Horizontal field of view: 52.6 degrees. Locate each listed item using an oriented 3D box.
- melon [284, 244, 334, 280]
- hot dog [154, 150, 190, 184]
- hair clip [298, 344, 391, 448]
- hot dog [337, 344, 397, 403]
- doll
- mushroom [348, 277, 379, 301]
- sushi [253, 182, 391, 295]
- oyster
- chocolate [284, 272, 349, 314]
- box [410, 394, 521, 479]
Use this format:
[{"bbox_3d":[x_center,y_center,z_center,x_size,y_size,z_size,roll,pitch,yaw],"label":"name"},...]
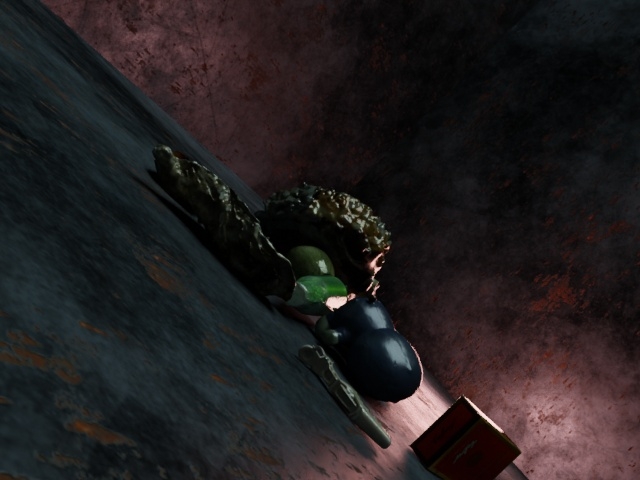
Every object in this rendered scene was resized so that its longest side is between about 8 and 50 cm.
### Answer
[{"bbox_3d":[-0.035,0.082,1.718,0.139,0.139,0.192,44,0,-27],"label":"melon"},{"bbox_3d":[-0.301,-0.134,1.521,0.162,0.082,0.270,47,1,2],"label":"hot dog"},{"bbox_3d":[0.038,0.261,1.103,0.226,0.034,0.072,48,7,31],"label":"hair clip"},{"bbox_3d":[0.118,0.287,1.597,0.268,0.075,0.144,43,4,13],"label":"hot dog"},{"bbox_3d":[0.122,0.243,1.434,0.228,0.154,0.258,7,44,-39],"label":"doll"},{"bbox_3d":[0.033,0.147,2.189,0.292,0.212,0.217,34,-44,8],"label":"mushroom"},{"bbox_3d":[-0.004,-0.001,1.886,0.417,0.176,0.418,25,-34,18],"label":"sushi"},{"bbox_3d":[-0.199,-0.025,1.337,0.396,0.111,0.204,49,-12,0],"label":"oyster"},{"bbox_3d":[-0.017,0.126,1.478,0.110,0.110,0.291,46,7,15],"label":"chocolate"},{"bbox_3d":[0.308,0.436,1.351,0.240,0.153,0.074,43,7,-42],"label":"box"}]
